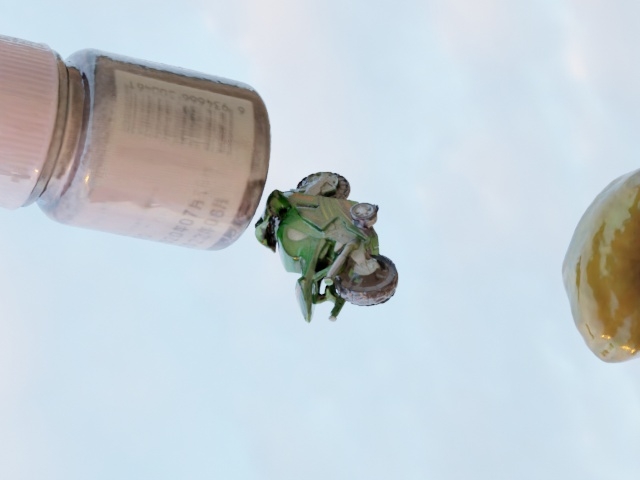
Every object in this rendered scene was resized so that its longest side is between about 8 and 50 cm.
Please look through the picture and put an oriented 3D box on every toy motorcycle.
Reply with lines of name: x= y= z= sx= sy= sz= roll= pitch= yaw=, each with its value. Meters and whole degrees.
toy motorcycle: x=0.000 y=0.000 z=1.788 sx=0.190 sy=0.106 sz=0.074 roll=-117 pitch=16 yaw=-48

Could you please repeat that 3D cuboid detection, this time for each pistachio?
pistachio: x=0.272 y=0.017 z=1.725 sx=0.100 sy=0.110 sz=0.189 roll=65 pitch=-136 yaw=-81

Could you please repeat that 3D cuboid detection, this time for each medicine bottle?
medicine bottle: x=-0.196 y=-0.089 z=1.768 sx=0.273 sy=0.165 sz=0.165 roll=11 pitch=-116 yaw=-24
